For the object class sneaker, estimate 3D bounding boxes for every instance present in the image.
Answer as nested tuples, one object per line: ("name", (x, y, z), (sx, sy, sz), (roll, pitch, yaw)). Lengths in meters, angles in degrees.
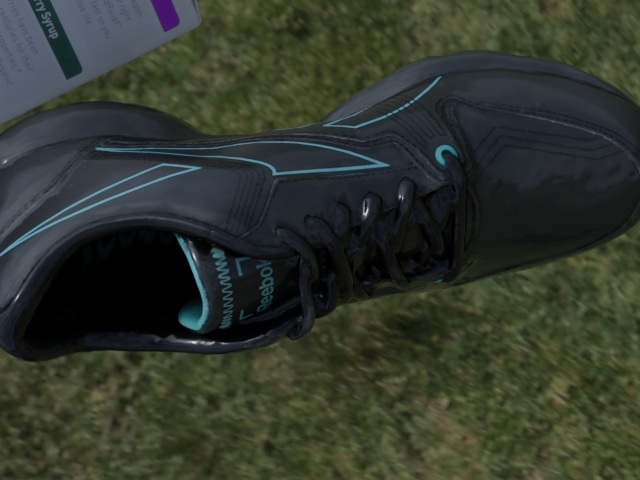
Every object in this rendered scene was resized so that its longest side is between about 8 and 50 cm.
("sneaker", (0.000, 0.000, 0.632), (0.267, 0.101, 0.106), (-8, 31, 1))

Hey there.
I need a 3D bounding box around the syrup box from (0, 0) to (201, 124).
("syrup box", (-0.180, -0.095, 0.720), (0.237, 0.096, 0.093), (-27, 41, -8))
